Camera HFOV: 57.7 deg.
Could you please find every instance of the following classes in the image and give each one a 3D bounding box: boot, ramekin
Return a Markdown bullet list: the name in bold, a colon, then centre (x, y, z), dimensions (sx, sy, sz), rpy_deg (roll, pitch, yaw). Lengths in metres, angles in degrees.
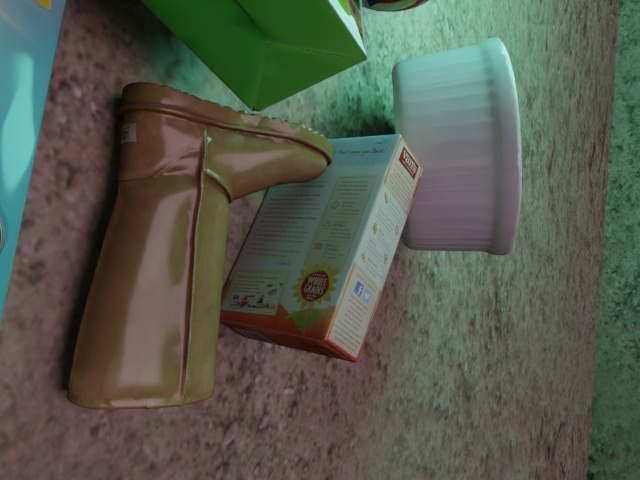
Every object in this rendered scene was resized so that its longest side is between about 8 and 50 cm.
- **boot**: centre (-0.102, 0.013, 0.553), dimensions (0.236, 0.089, 0.270), rpy_deg (9, 85, -34)
- **ramekin**: centre (0.167, -0.114, 0.763), dimensions (0.277, 0.135, 0.277), rpy_deg (-4, 90, -82)

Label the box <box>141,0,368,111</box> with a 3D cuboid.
- **box**: centre (-0.081, -0.282, 0.464), dimensions (0.262, 0.126, 0.231), rpy_deg (41, 40, -48)

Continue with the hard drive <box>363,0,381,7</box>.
- **hard drive**: centre (0.012, -0.268, 0.466), dimensions (0.135, 0.022, 0.094), rpy_deg (35, 44, -52)

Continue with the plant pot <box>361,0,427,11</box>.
- **plant pot**: centre (0.083, -0.383, 0.671), dimensions (0.191, 0.191, 0.174), rpy_deg (32, 72, -48)

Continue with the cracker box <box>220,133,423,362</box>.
- **cracker box**: centre (0.000, 0.000, 0.625), dimensions (0.067, 0.155, 0.232), rpy_deg (42, 62, -44)

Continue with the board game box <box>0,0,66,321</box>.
- **board game box**: centre (-0.259, -0.130, 0.269), dimensions (0.253, 0.079, 0.336), rpy_deg (29, 51, -48)
